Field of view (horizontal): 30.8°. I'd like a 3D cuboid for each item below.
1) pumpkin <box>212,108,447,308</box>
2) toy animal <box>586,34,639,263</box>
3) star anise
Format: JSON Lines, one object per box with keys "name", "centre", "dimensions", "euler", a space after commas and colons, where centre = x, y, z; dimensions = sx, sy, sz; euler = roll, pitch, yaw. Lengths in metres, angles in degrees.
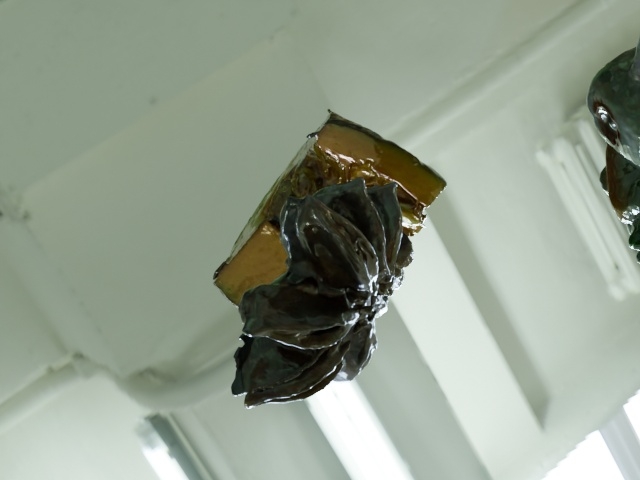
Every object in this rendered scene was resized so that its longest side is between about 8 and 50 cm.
{"name": "pumpkin", "centre": [-0.001, -0.001, 1.115], "dimensions": [0.190, 0.139, 0.280], "euler": [-57, -178, -8]}
{"name": "toy animal", "centre": [0.231, -0.073, 0.753], "dimensions": [0.108, 0.236, 0.138], "euler": [17, -123, 48]}
{"name": "star anise", "centre": [0.008, 0.038, 0.924], "dimensions": [0.093, 0.229, 0.236], "euler": [23, -142, 18]}
